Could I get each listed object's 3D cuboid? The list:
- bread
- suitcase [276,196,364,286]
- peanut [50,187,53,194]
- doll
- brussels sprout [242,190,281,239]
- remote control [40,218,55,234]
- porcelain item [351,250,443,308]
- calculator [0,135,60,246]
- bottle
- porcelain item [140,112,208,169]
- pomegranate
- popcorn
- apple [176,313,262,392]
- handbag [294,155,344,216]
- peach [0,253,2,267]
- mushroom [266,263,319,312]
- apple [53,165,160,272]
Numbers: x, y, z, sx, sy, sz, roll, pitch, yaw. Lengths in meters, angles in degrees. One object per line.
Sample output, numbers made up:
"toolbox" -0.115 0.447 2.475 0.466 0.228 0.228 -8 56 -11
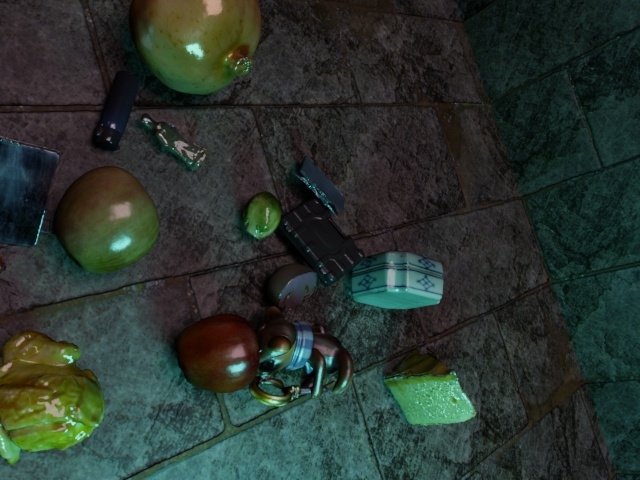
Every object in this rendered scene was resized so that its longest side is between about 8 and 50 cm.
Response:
"bread" 0.420 0.497 2.000 0.279 0.315 0.248 -33 99 -52
"suitcase" 0.000 0.000 1.922 0.285 0.066 0.206 50 48 6
"peanut" -0.764 -0.136 1.369 0.214 0.100 0.099 16 65 -42
"doll" -0.070 0.357 1.723 0.340 0.209 0.317 24 29 -34
"brussels sprout" -0.189 -0.082 1.803 0.118 0.155 0.155 29 50 13
"remote control" -0.709 -0.037 1.425 0.096 0.014 0.039 11 68 -36
"porcelain item" 0.272 0.142 2.004 0.286 0.281 0.157 16 67 -33
"calculator" -0.726 -0.108 1.330 0.161 0.021 0.261 12 108 -38
"bottle" -0.581 -0.369 1.606 0.082 0.072 0.244 39 51 -50
"porcelain item" -0.448 -0.301 1.697 0.216 0.069 0.081 35 67 -27
"pomegranate" -0.355 -0.622 1.667 0.412 0.412 0.411 14 66 -36
"popcorn" -0.611 0.341 1.250 0.226 0.276 0.276 -24 91 -6
"apple" -0.271 0.309 1.537 0.234 0.234 0.233 14 66 -36
"handbag" -0.002 -0.190 1.996 0.221 0.057 0.144 47 18 -18
"peach" -0.785 0.045 1.300 0.098 0.061 0.098 6 79 -32
"mushroom" -0.097 0.137 1.812 0.188 0.141 0.117 -14 50 -45
"apple" -0.540 -0.048 1.416 0.234 0.257 0.256 -34 98 -22
